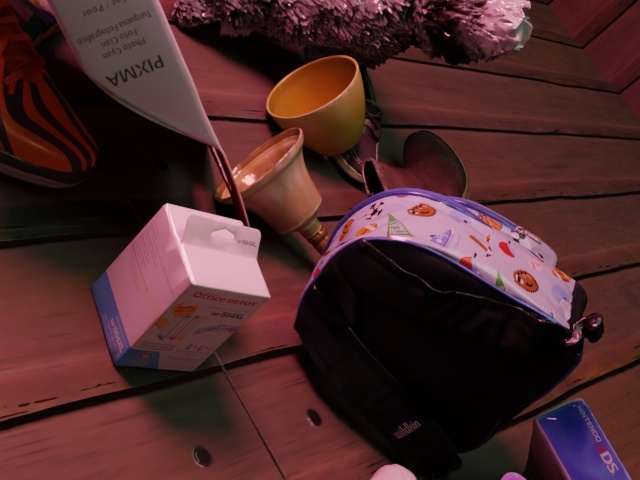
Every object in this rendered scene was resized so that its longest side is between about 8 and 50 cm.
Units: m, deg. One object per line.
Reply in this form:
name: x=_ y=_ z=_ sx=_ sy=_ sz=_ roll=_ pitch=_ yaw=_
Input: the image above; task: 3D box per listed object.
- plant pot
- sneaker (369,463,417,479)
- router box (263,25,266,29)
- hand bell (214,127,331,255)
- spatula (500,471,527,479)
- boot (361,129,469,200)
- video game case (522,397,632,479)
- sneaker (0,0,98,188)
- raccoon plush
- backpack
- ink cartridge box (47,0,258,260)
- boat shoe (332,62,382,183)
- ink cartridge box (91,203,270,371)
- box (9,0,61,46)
plant pot: x=0.008 y=-0.171 z=1.347 sx=0.134 sy=0.134 sz=0.095 roll=-89 pitch=154 yaw=-50
sneaker: x=0.023 y=0.260 z=0.894 sx=0.094 sy=0.080 sz=0.212 roll=33 pitch=32 yaw=1
router box: x=-0.123 y=-0.410 z=1.528 sx=0.179 sy=0.046 sz=0.133 roll=37 pitch=31 yaw=-17
hand bell: x=0.000 y=0.000 z=1.170 sx=0.242 sy=0.126 sz=0.126 roll=51 pitch=28 yaw=-20
spatula: x=0.131 y=0.325 z=0.880 sx=0.084 sy=0.030 sz=0.296 roll=35 pitch=56 yaw=17
boot: x=0.129 y=-0.082 z=1.389 sx=0.207 sy=0.090 sz=0.248 roll=26 pitch=41 yaw=-48
video game case: x=0.304 y=0.324 z=1.039 sx=0.244 sy=0.061 sz=0.269 roll=76 pitch=-11 yaw=-62
sneaker: x=-0.307 y=-0.200 z=0.912 sx=0.321 sy=0.180 sz=0.124 roll=41 pitch=31 yaw=-8
raccoon plush: x=0.018 y=-0.346 z=1.301 sx=0.299 sy=0.446 sz=0.216 roll=-1 pitch=95 yaw=-43
backpack: x=0.117 y=0.070 z=1.060 sx=0.263 sy=0.276 sz=0.213 roll=30 pitch=34 yaw=-11
ink cartridge box: x=-0.186 y=-0.187 z=0.980 sx=0.308 sy=0.091 sz=0.385 roll=-119 pitch=-172 yaw=-57
boat shoe: x=0.052 y=-0.178 z=1.442 sx=0.080 sy=0.073 sz=0.223 roll=28 pitch=35 yaw=-31
ink cartridge box: x=-0.121 y=0.040 z=0.896 sx=0.092 sy=0.143 sz=0.090 roll=12 pitch=44 yaw=-44
box: x=-0.318 y=-0.295 z=1.152 sx=0.105 sy=0.043 sz=0.179 roll=42 pitch=29 yaw=-8
